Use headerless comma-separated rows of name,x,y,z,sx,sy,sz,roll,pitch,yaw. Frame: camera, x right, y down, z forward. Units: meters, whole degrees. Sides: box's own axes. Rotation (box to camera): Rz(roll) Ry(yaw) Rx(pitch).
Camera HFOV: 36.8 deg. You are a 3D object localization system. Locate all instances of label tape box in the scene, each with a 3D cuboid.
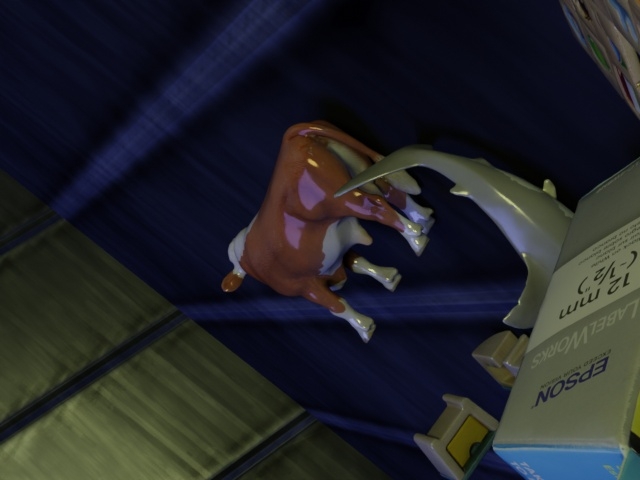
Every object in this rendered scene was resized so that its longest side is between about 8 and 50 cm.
label tape box,0.225,0.128,0.518,0.249,0.347,0.115,42,136,-8

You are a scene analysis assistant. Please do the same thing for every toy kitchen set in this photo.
toy kitchen set,0.228,0.200,0.998,0.122,0.166,0.207,45,162,-18

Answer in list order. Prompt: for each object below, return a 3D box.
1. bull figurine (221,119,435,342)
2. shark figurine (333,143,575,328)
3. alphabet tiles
bull figurine,0.000,0.000,0.996,0.188,0.101,0.310,28,149,3
shark figurine,0.153,0.009,0.771,0.278,0.116,0.166,38,161,-2
alphabet tiles,0.120,-0.140,0.443,0.237,0.009,0.198,54,-166,-39
